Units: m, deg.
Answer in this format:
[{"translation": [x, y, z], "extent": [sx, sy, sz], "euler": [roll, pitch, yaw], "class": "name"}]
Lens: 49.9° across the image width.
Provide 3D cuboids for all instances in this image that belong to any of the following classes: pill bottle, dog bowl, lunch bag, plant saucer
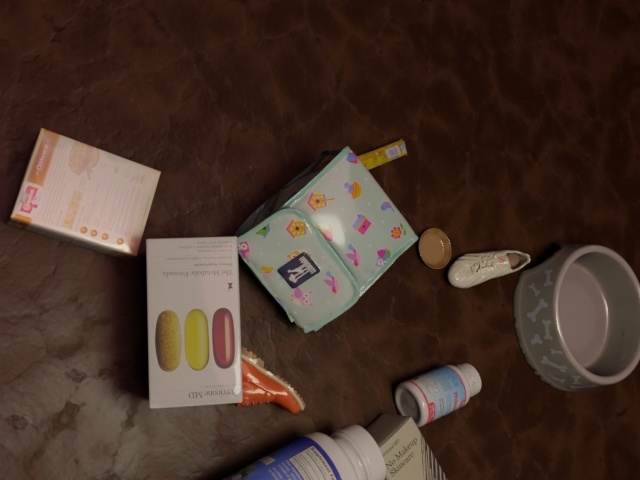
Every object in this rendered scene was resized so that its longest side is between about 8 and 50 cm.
[{"translation": [-0.033, 0.404, 1.106], "extent": [0.272, 0.152, 0.152], "euler": [-20, 92, -32], "class": "pill bottle"}, {"translation": [0.227, 0.289, 1.314], "extent": [0.160, 0.087, 0.087], "euler": [-15, 89, -31], "class": "pill bottle"}, {"translation": [0.595, 0.166, 1.541], "extent": [0.349, 0.102, 0.348], "euler": [5, 80, -30], "class": "dog bowl"}, {"translation": [0.000, 0.000, 1.193], "extent": [0.262, 0.160, 0.223], "euler": [-43, 107, -17], "class": "lunch bag"}, {"translation": [0.230, 0.017, 1.403], "extent": [0.083, 0.015, 0.083], "euler": [5, 79, -29], "class": "plant saucer"}]

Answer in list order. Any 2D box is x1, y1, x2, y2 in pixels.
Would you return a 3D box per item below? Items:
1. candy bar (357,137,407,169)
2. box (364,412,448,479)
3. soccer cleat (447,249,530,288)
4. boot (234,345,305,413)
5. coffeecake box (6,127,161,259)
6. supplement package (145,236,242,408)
[{"translation": [0.113, -0.164, 1.364], "extent": [0.161, 0.018, 0.040], "euler": [-25, 98, -31], "class": "candy bar"}, {"translation": [0.169, 0.458, 1.247], "extent": [0.113, 0.094, 0.275], "euler": [-36, 101, -30], "class": "box"}, {"translation": [0.349, 0.052, 1.431], "extent": [0.196, 0.076, 0.068], "euler": [-13, 88, -31], "class": "soccer cleat"}, {"translation": [-0.101, 0.255, 1.150], "extent": [0.158, 0.059, 0.084], "euler": [39, 68, -10], "class": "boot"}, {"translation": [-0.357, -0.066, 1.044], "extent": [0.186, 0.068, 0.142], "euler": [20, 72, -26], "class": "coffeecake box"}, {"translation": [-0.192, 0.124, 1.050], "extent": [0.139, 0.134, 0.244], "euler": [-2, 82, -11], "class": "supplement package"}]
